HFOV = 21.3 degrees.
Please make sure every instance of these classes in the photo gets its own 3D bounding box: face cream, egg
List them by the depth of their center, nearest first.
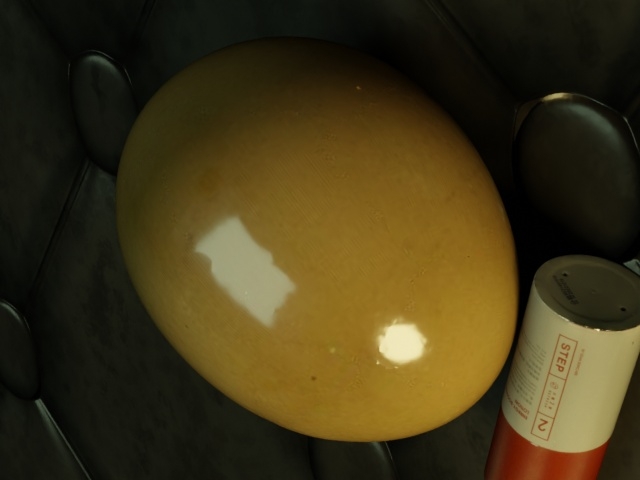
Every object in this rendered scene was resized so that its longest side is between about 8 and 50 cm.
[{"bbox_3d":[0.198,0.123,1.387,0.096,0.096,0.214,40,136,34],"label":"face cream"},{"bbox_3d":[0.000,0.000,1.412,0.374,0.301,0.301,46,139,15],"label":"egg"}]
